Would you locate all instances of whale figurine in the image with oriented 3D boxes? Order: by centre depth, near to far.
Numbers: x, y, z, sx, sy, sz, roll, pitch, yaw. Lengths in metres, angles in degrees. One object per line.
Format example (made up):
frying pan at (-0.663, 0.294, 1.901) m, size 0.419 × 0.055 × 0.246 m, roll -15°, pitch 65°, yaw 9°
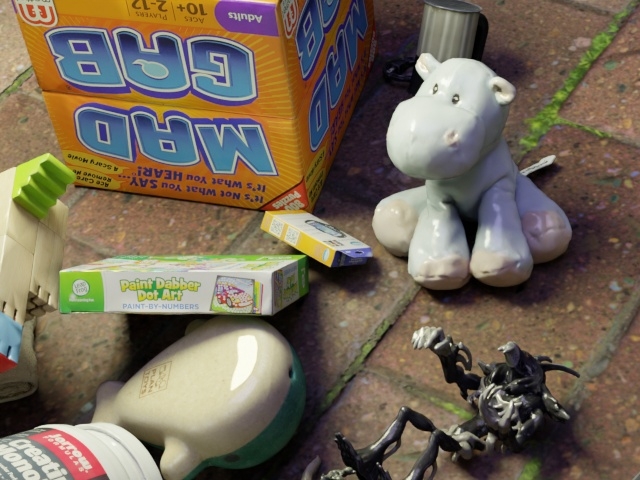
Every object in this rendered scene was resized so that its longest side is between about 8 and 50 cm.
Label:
whale figurine at (-0.138, 0.192, 1.597) m, size 0.272 × 0.141 × 0.216 m, roll -19°, pitch 44°, yaw 25°

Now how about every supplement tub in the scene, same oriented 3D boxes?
supplement tub at (-0.304, 0.291, 1.395) m, size 0.191 × 0.191 × 0.272 m, roll 28°, pitch 22°, yaw 30°

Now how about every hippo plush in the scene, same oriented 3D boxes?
hippo plush at (0.201, -0.099, 1.724) m, size 0.234 × 0.236 × 0.294 m, roll 28°, pitch 56°, yaw 31°

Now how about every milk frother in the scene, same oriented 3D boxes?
milk frother at (0.154, -0.277, 1.973) m, size 0.143 × 0.134 × 0.129 m, roll 17°, pitch 20°, yaw 20°

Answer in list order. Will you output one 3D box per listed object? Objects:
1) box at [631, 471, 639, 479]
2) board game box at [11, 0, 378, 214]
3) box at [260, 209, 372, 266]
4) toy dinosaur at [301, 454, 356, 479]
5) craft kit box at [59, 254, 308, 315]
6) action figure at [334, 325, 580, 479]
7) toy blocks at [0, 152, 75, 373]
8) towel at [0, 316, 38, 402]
box at (0.474, 0.257, 1.465) m, size 0.216 × 0.060 × 0.270 m, roll 31°, pitch 58°, yaw 33°
board game box at (-0.150, -0.299, 1.888) m, size 0.357 × 0.356 × 0.356 m, roll 8°, pitch 48°, yaw 16°
box at (0.000, 0.000, 1.779) m, size 0.136 × 0.028 × 0.081 m, roll 31°, pitch 20°, yaw 31°
toy dinosaur at (0.006, 0.305, 1.451) m, size 0.064 × 0.118 × 0.268 m, roll -3°, pitch 46°, yaw -7°
craft kit box at (-0.153, 0.051, 1.661) m, size 0.247 × 0.061 × 0.250 m, roll 3°, pitch 4°, yaw 8°
action figure at (0.161, 0.181, 1.534) m, size 0.276 × 0.141 × 0.164 m, roll -34°, pitch 39°, yaw -20°
toy blocks at (-0.442, 0.087, 1.602) m, size 0.381 × 0.191 × 0.261 m, roll -20°, pitch 50°, yaw 25°
towel at (-0.493, 0.137, 1.741) m, size 0.282 × 0.049 × 0.187 m, roll -11°, pitch 47°, yaw -2°
